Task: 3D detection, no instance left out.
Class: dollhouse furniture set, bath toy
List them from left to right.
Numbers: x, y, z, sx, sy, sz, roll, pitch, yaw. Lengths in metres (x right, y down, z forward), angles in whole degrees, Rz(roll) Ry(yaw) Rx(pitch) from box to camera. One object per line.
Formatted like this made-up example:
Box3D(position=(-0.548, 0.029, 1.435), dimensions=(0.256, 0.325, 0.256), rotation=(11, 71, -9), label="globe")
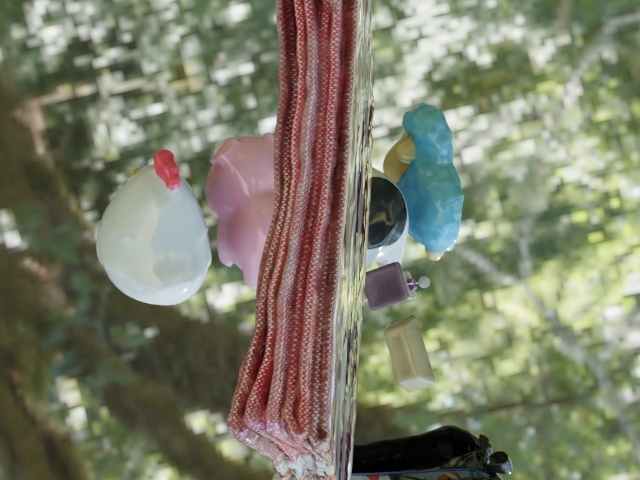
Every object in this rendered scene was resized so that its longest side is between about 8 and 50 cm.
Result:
Box3D(position=(-0.037, -0.040, 1.658), dimensions=(0.348, 0.129, 0.151), rotation=(-11, -149, -33), label="bath toy")
Box3D(position=(0.070, 0.082, 1.708), dimensions=(0.091, 0.114, 0.081), rotation=(-21, 172, 33), label="dollhouse furniture set")

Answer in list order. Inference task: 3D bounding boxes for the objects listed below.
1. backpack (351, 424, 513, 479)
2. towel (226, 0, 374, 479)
Box3D(position=(0.052, 0.343, 1.963), dimensions=(0.263, 0.276, 0.213), rotation=(6, -130, -6), label="backpack")
Box3D(position=(0.000, 0.000, 0.828), dimensions=(0.037, 0.237, 0.329), rotation=(4, 164, 3), label="towel")
